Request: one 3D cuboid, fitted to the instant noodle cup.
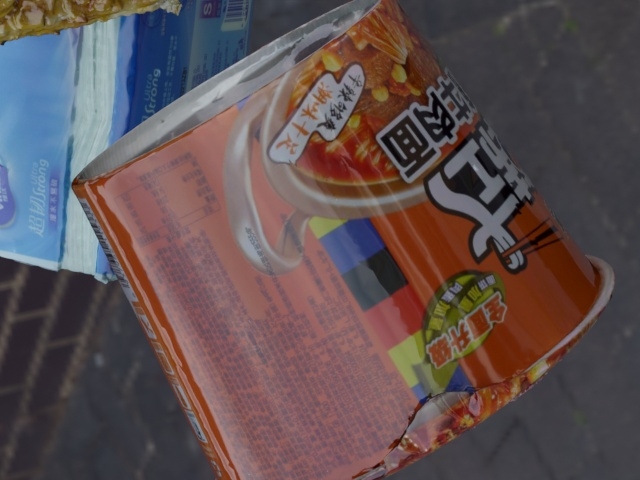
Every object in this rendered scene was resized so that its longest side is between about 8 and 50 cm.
[{"bbox_3d":[0.000,0.000,1.004,0.192,0.250,0.250,58,155,-11],"label":"instant noodle cup"}]

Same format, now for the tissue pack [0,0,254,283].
[{"bbox_3d":[-0.150,-0.123,1.402,0.146,0.198,0.263,13,103,21],"label":"tissue pack"}]

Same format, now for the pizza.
[{"bbox_3d":[-0.185,-0.183,1.230,0.178,0.131,0.041,46,165,4],"label":"pizza"}]
